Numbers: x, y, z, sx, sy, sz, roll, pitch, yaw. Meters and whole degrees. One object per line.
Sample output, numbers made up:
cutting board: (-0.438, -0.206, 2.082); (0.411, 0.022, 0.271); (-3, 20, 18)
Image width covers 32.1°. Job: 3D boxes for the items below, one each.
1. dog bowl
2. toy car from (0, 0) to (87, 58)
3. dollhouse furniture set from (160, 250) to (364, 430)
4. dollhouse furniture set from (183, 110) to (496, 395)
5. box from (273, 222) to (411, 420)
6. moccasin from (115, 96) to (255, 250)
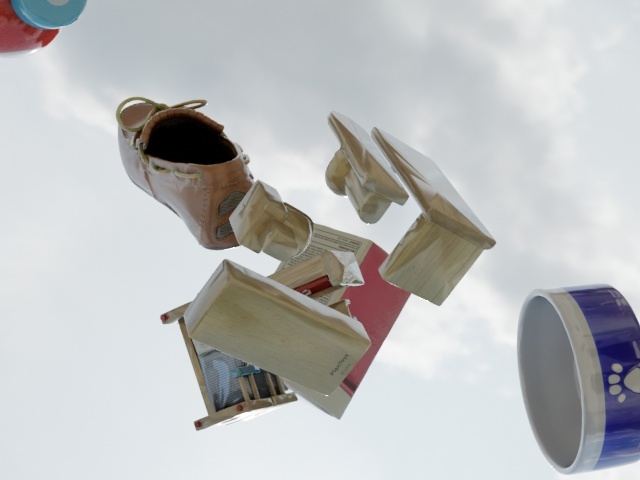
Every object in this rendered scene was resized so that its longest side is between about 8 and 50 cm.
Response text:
dog bowl: (0.371, 0.194, 1.582); (0.104, 0.265, 0.265); (-6, -131, -8)
toy car: (-0.395, -0.222, 1.121); (0.210, 0.219, 0.238); (45, -107, -28)
dollhouse furniture set: (-0.047, 0.104, 1.165); (0.129, 0.183, 0.129); (5, -117, -67)
dollhouse furniture set: (0.000, 0.000, 0.757); (0.144, 0.151, 0.123); (27, -160, -28)
box: (0.003, 0.110, 1.570); (0.148, 0.232, 0.127); (18, 163, 47)
moccasin: (-0.182, -0.118, 1.440); (0.139, 0.147, 0.380); (-15, -152, -14)
